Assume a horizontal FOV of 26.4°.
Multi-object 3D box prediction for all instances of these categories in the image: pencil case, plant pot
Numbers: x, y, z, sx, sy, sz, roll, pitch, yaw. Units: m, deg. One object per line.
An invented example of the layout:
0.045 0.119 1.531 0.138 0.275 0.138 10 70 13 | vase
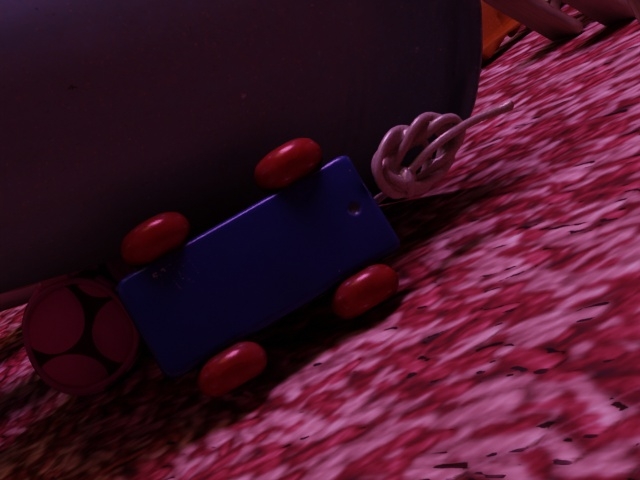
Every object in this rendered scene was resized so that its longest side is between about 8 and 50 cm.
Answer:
-0.168 0.038 1.036 0.095 0.098 0.209 -31 12 4 | pencil case
-0.131 -0.131 0.882 0.334 0.341 0.341 -24 6 -32 | plant pot

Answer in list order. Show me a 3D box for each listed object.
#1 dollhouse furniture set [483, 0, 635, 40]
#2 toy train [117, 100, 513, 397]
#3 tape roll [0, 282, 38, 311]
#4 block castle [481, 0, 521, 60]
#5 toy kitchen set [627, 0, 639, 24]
0.216 -0.306 1.084 0.242 0.161 0.212 -7 61 64 | dollhouse furniture set
0.000 0.000 0.823 0.248 0.105 0.143 -30 -5 -11 | toy train
-0.242 -0.021 1.199 0.392 0.072 0.392 -24 -8 -4 | tape roll
0.051 -0.271 1.444 0.303 0.212 0.453 -38 14 -27 | block castle
0.279 -0.214 0.879 0.166 0.122 0.207 -32 13 2 | toy kitchen set
